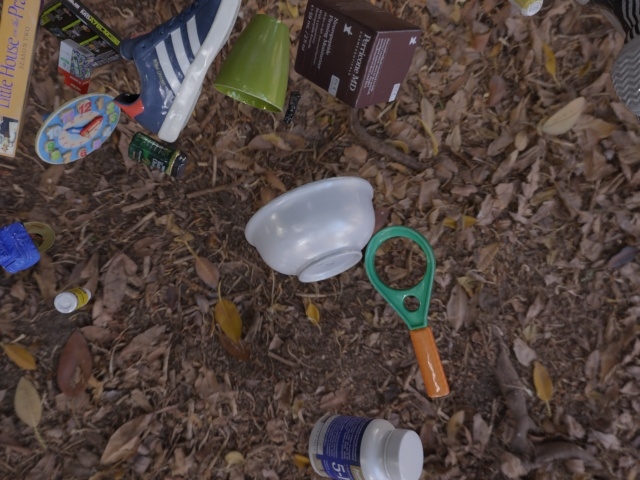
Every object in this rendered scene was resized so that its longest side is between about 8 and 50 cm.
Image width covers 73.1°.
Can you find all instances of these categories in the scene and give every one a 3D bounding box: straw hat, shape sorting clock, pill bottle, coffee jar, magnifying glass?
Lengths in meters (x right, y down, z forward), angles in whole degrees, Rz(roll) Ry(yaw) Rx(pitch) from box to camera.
[{"bbox_3d":[-0.950,0.010,1.430,0.144,0.061,0.144,10,47,-11],"label":"straw hat"},{"bbox_3d":[-0.533,-0.246,0.961,0.040,0.206,0.206,43,85,4],"label":"shape sorting clock"},{"bbox_3d":[-0.758,0.180,1.329,0.065,0.116,0.065,0,94,-4],"label":"pill bottle"},{"bbox_3d":[0.081,0.378,0.778,0.112,0.187,0.112,18,66,-47],"label":"pill bottle"},{"bbox_3d":[-0.540,-0.283,1.445,0.184,0.096,0.079,24,53,-13],"label":"coffee jar"},{"bbox_3d":[0.124,0.092,0.573,0.092,0.026,0.231,-17,89,20],"label":"magnifying glass"}]

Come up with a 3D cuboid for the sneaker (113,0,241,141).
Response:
[{"bbox_3d":[-0.252,-0.347,0.748,0.148,0.131,0.350,27,113,-19],"label":"sneaker"}]

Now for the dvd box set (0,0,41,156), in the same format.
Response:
[{"bbox_3d":[-0.658,-0.432,0.943,0.062,0.307,0.420,10,116,-35],"label":"dvd box set"}]

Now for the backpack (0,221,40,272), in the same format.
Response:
[{"bbox_3d":[-0.852,0.029,1.188,0.098,0.101,0.120,-23,103,29],"label":"backpack"}]

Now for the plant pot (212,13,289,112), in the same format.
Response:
[{"bbox_3d":[-0.226,-0.670,1.616,0.275,0.275,0.293,18,97,-11],"label":"plant pot"}]

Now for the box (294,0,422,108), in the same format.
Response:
[{"bbox_3d":[0.079,-0.427,0.971,0.167,0.168,0.203,-26,56,-40],"label":"box"}]

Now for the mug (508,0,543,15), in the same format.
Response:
[{"bbox_3d":[0.462,-0.545,0.971,0.078,0.062,0.064,5,58,-37],"label":"mug"}]

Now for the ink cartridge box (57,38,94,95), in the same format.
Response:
[{"bbox_3d":[-0.556,-0.385,0.977,0.063,0.029,0.115,32,127,-6],"label":"ink cartridge box"}]

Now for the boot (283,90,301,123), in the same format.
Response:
[{"bbox_3d":[-0.120,-0.547,1.788,0.045,0.099,0.121,17,52,-9],"label":"boot"}]

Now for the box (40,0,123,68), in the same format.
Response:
[{"bbox_3d":[-0.632,-0.550,1.145,0.184,0.191,0.045,43,63,-44],"label":"box"}]

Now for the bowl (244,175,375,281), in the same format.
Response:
[{"bbox_3d":[0.000,0.000,0.919,0.298,0.298,0.134,-20,71,-9],"label":"bowl"}]

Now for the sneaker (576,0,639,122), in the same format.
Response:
[{"bbox_3d":[0.410,-0.232,0.460,0.210,0.137,0.366,4,60,-24],"label":"sneaker"}]
